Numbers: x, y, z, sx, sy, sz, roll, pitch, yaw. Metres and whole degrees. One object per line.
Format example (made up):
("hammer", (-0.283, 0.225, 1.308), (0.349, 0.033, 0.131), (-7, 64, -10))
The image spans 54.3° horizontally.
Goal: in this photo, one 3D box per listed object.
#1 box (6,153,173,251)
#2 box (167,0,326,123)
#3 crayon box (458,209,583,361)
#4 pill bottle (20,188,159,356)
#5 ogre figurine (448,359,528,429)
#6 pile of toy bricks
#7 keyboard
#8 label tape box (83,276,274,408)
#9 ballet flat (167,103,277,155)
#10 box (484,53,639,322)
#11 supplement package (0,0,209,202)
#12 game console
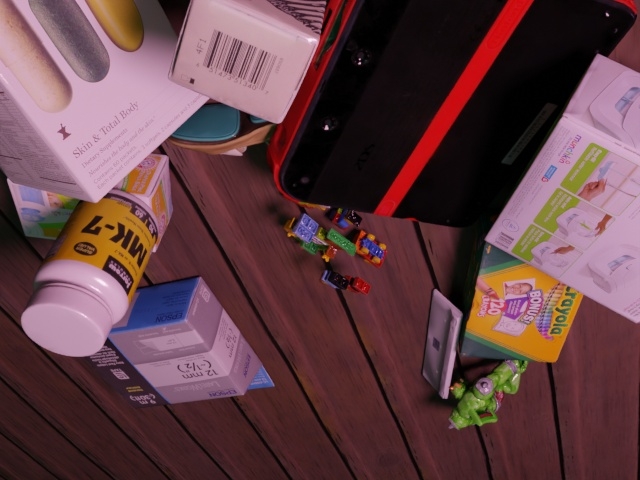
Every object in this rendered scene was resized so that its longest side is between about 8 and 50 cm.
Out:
("box", (-0.334, -0.067, 0.933), (0.203, 0.103, 0.114), (7, 133, 1))
("box", (-0.055, -0.239, 0.617), (0.113, 0.275, 0.094), (20, 132, -13))
("crayon box", (0.322, 0.080, 1.005), (0.166, 0.081, 0.278), (3, 133, 5))
("pill bottle", (-0.295, 0.039, 0.811), (0.119, 0.208, 0.119), (3, 133, 4))
("ogre figurine", (0.310, 0.295, 1.180), (0.118, 0.096, 0.197), (-12, 158, -39))
("pile of toy bricks", (0.000, 0.000, 0.969), (0.105, 0.118, 0.212), (6, 155, 48))
("keyboard", (0.220, 0.195, 1.142), (0.014, 0.072, 0.256), (-21, 136, -19))
("label tape box", (-0.273, 0.239, 1.210), (0.249, 0.115, 0.347), (-12, 129, 17))
("ballet flat", (-0.095, -0.148, 0.848), (0.233, 0.080, 0.073), (-8, 143, 15))
("box", (0.360, -0.046, 0.751), (0.231, 0.126, 0.262), (29, 152, 12))
("supplement package", (-0.301, -0.212, 0.681), (0.198, 0.199, 0.262), (12, 143, 39))
("game console", (0.140, -0.173, 0.775), (0.342, 0.060, 0.386), (7, 137, -23))
